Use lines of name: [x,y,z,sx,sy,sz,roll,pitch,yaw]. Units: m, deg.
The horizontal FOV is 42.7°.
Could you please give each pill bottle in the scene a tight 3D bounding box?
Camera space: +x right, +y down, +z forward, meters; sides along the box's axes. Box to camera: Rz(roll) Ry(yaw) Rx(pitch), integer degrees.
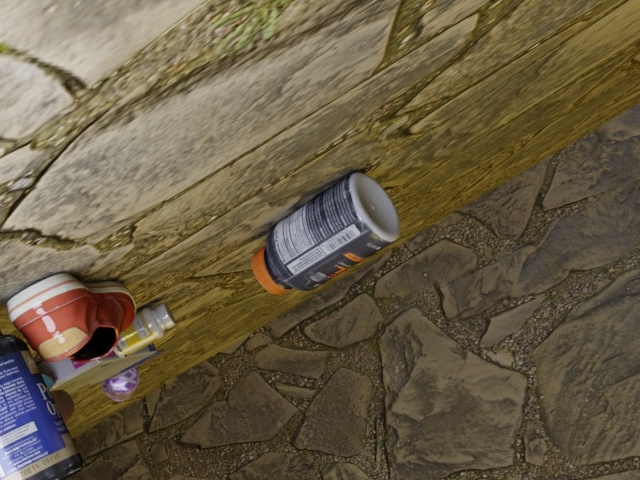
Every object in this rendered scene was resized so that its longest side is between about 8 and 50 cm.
pill bottle: [-0.326,0.161,1.494,0.116,0.065,0.065,-27,173,-2]
pill bottle: [-0.362,0.181,0.901,0.123,0.219,0.123,-28,173,-4]
pill bottle: [0.000,0.000,1.352,0.246,0.130,0.130,-32,172,30]

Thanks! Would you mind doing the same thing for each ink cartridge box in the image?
ink cartridge box: [-0.450,0.244,1.619,0.186,0.065,0.311,-29,170,9]

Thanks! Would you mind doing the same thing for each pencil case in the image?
pencil case: [-0.526,0.372,2.149,0.088,0.086,0.206,3,161,-16]

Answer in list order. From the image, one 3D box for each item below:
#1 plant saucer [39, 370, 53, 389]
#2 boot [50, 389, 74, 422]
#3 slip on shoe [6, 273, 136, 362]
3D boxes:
plant saucer: [-0.528,0.251,1.422,0.119,0.021,0.119,-18,152,-10]
boot: [-0.578,0.342,1.374,0.220,0.109,0.283,-28,-179,33]
slip on shoe: [-0.315,0.115,1.095,0.123,0.101,0.331,-30,174,-4]
